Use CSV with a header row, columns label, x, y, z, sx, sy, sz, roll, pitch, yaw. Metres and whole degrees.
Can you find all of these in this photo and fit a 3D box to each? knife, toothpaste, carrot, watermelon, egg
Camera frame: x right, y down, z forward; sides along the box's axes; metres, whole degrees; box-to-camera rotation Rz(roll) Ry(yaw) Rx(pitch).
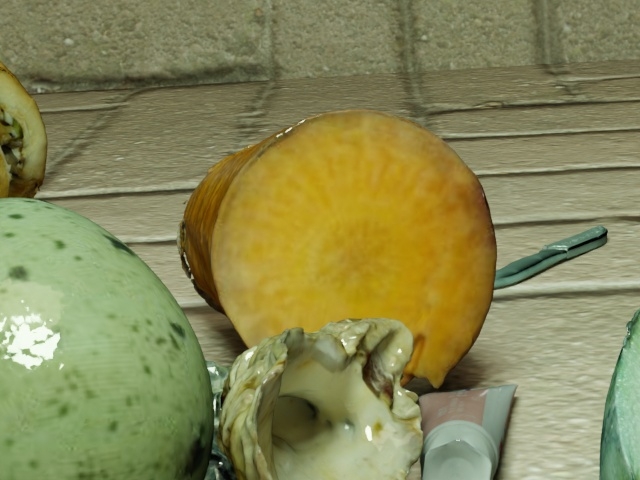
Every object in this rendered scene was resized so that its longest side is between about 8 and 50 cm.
label,x,y,z,sx,sy,sz,roll,pitch,yaw
knife,0.207,0.012,1.295,0.028,0.015,0.210,1,13,41
toothpaste,0.084,0.112,0.872,0.067,0.043,0.194,-7,7,9
carrot,0.000,0.000,1.044,0.196,0.196,0.254,-7,8,-12
watermelon,0.191,0.112,0.790,0.094,0.081,0.180,20,38,21
egg,-0.147,0.073,0.735,0.177,0.177,0.228,-8,52,-18

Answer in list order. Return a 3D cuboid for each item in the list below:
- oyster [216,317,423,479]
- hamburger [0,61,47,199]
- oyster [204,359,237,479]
label,x,y,z,sx,sy,sz,roll,pitch,yaw
oyster,-0.002,0.108,0.728,0.107,0.161,0.233,-24,16,13
hamburger,-0.400,-0.069,1.383,0.245,0.260,0.211,-48,1,39
oyster,-0.078,0.111,0.877,0.252,0.087,0.199,17,22,25
